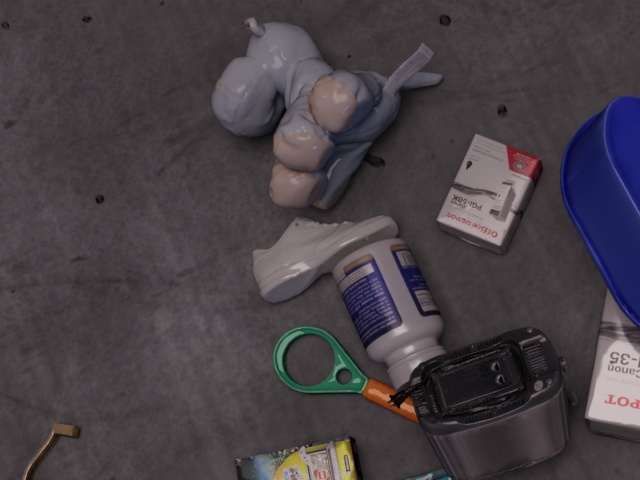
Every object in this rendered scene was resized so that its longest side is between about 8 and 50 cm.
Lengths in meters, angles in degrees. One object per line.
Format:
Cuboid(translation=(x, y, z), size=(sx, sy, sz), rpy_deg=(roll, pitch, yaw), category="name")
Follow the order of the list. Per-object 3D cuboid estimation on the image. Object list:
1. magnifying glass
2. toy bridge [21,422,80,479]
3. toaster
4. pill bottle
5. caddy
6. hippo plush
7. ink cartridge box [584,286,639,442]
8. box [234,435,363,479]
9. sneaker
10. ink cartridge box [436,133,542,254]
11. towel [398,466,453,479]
Cuboid(translation=(0.041, 0.189, 1.947), size=(0.231, 0.026, 0.092), rpy_deg=(24, 83, 16), category="magnifying glass")
Cuboid(translation=(-0.387, 0.348, 2.004), size=(0.063, 0.026, 0.188), rpy_deg=(8, 79, 17), category="toy bridge")
Cuboid(translation=(0.212, 0.217, 1.821), size=(0.227, 0.146, 0.129), rpy_deg=(-20, 42, 5), category="toaster")
Cuboid(translation=(0.100, 0.101, 1.909), size=(0.112, 0.112, 0.186), rpy_deg=(-25, 72, 6), category="pill bottle")
Cuboid(translation=(0.437, -0.033, 1.715), size=(0.241, 0.179, 0.341), rpy_deg=(-18, 70, -18), category="caddy")
Cuboid(translation=(-0.028, -0.211, 1.949), size=(0.236, 0.234, 0.294), rpy_deg=(39, 88, 17), category="hippo plush")
Cuboid(translation=(0.460, 0.118, 1.820), size=(0.207, 0.117, 0.283), rpy_deg=(9, 78, 14), category="ink cartridge box")
Cuboid(translation=(-0.013, 0.384, 1.864), size=(0.159, 0.044, 0.233), rpy_deg=(-13, 74, 11), category="box")
Cuboid(translation=(0.000, 0.000, 1.980), size=(0.212, 0.080, 0.094), rpy_deg=(-25, 61, 7), category="sneaker")
Cuboid(translation=(0.230, -0.062, 1.948), size=(0.099, 0.056, 0.135), rpy_deg=(22, 82, 16), category="ink cartridge box")
Cuboid(translation=(0.041, 0.472, 1.872), size=(0.370, 0.040, 0.271), rpy_deg=(-18, 73, 8), category="towel")
